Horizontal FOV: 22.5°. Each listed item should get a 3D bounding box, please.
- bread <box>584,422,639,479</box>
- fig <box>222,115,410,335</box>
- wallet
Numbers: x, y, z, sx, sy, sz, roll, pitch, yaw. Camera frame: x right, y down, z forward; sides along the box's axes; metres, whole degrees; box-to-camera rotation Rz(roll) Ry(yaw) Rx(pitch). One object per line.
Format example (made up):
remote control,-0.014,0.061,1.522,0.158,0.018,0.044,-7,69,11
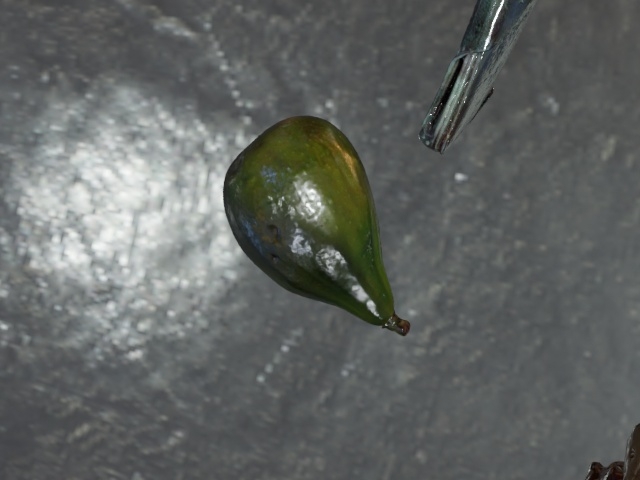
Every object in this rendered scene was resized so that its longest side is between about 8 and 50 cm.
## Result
bread,0.203,0.203,0.732,0.135,0.247,0.232,-46,170,-12
fig,0.000,0.000,1.144,0.117,0.117,0.177,-31,98,-38
wallet,0.162,-0.222,1.282,0.172,0.045,0.318,-51,167,-54
